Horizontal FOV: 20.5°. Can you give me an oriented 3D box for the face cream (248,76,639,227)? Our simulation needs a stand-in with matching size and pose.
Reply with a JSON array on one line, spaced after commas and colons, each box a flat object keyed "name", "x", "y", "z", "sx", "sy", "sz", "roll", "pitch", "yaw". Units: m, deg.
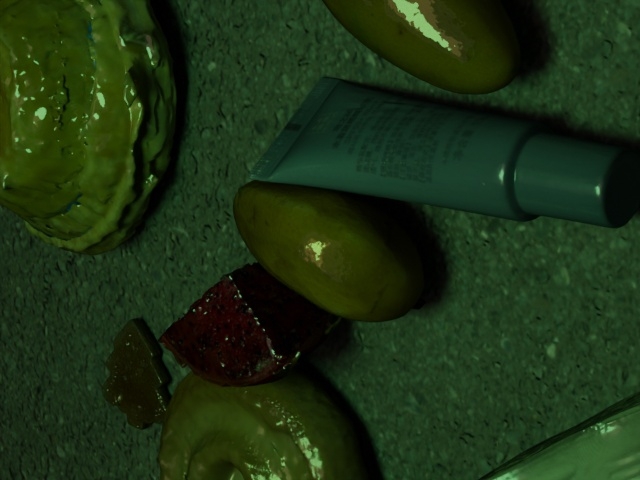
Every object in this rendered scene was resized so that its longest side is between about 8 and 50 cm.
[{"name": "face cream", "x": 0.109, "y": -0.076, "z": 1.586, "sx": 0.385, "sy": 0.136, "sz": 0.086, "roll": 13, "pitch": 148, "yaw": 40}]

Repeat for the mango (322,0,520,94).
[{"name": "mango", "x": 0.082, "y": -0.222, "z": 1.562, "sx": 0.253, "sy": 0.113, "sz": 0.138, "roll": 44, "pitch": 128, "yaw": 26}]

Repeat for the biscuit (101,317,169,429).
[{"name": "biscuit", "x": -0.206, "y": 0.151, "z": 2.011, "sx": 0.119, "sy": 0.019, "sz": 0.130, "roll": 16, "pitch": 112, "yaw": 42}]

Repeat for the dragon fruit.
[{"name": "dragon fruit", "x": -0.068, "y": 0.092, "z": 1.780, "sx": 0.161, "sy": 0.120, "sz": 0.127, "roll": -37, "pitch": 74, "yaw": 39}]

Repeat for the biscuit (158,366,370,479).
[{"name": "biscuit", "x": -0.067, "y": 0.262, "z": 1.848, "sx": 0.296, "sy": 0.102, "sz": 0.296, "roll": 16, "pitch": 113, "yaw": 43}]

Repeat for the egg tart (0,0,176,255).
[{"name": "egg tart", "x": -0.312, "y": -0.167, "z": 1.944, "sx": 0.388, "sy": 0.169, "sz": 0.388, "roll": 17, "pitch": 112, "yaw": 47}]

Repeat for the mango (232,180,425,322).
[{"name": "mango", "x": 0.000, "y": 0.000, "z": 1.687, "sx": 0.227, "sy": 0.147, "sz": 0.109, "roll": 31, "pitch": 88, "yaw": 35}]

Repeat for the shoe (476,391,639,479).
[{"name": "shoe", "x": 0.223, "y": 0.249, "z": 1.545, "sx": 0.316, "sy": 0.124, "sz": 0.159, "roll": -40, "pitch": 79, "yaw": 43}]
